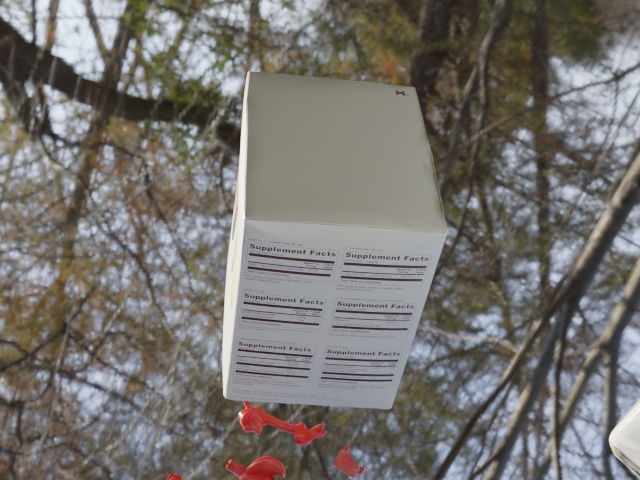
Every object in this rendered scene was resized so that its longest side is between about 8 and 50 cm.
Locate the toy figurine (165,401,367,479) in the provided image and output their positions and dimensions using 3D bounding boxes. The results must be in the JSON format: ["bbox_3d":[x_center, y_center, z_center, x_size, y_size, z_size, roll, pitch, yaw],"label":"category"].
[{"bbox_3d":[-0.118,0.302,0.723,0.191,0.363,0.217,35,177,14],"label":"toy figurine"}]

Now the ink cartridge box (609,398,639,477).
[{"bbox_3d":[0.332,-0.028,0.500,0.071,0.330,0.324,44,-145,20],"label":"ink cartridge box"}]

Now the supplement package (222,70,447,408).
[{"bbox_3d":[0.000,0.000,0.745,0.149,0.203,0.194,4,-138,-7],"label":"supplement package"}]
